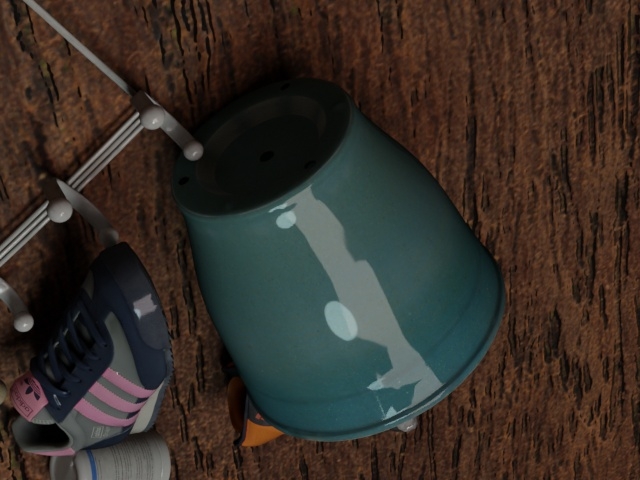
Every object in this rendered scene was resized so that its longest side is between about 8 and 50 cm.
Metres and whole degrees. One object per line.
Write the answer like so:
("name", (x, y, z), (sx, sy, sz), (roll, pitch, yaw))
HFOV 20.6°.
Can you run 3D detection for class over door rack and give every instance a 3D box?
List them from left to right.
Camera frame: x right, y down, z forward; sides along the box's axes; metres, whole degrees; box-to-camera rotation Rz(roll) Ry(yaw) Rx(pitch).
("over door rack", (-0.258, -0.069, 1.441), (0.239, 0.108, 0.324), (-45, 141, 2))

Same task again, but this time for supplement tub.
("supplement tub", (-0.214, 0.231, 1.787), (0.107, 0.071, 0.071), (-3, 127, -38))

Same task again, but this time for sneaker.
("sneaker", (-0.214, 0.117, 1.597), (0.131, 0.112, 0.319), (-20, 154, -21))
("sneaker", (-0.006, 0.153, 1.869), (0.180, 0.124, 0.321), (-16, 163, 11))

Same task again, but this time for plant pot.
("plant pot", (0.000, 0.000, 1.618), (0.272, 0.271, 0.255), (-36, 127, -8))

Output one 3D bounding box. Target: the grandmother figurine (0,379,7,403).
("grandmother figurine", (-0.377, 0.174, 1.583), (0.208, 0.104, 0.342), (-51, 148, -37))
